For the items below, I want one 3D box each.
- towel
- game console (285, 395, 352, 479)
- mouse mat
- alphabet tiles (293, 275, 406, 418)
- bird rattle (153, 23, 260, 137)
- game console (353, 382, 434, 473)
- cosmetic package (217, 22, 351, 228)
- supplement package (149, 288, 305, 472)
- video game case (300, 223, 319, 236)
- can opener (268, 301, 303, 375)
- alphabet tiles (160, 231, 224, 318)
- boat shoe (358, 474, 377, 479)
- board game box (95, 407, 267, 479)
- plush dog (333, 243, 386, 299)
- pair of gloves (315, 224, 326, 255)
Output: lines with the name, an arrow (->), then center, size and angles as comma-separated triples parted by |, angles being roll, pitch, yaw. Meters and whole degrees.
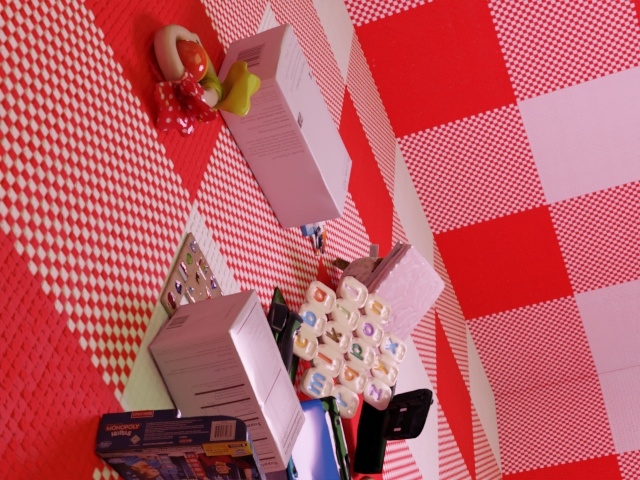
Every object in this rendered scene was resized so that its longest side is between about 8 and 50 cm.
towel -> 0.146, 0.179, 2.190 | 0.053, 0.332, 0.317 | 38, -4, 31
game console -> -0.033, 0.435, 1.634 | 0.173, 0.250, 0.293 | -5, 78, -32
mouse mat -> -0.074, 0.201, 1.893 | 0.190, 0.007, 0.153 | -77, 148, -57
alphabet tiles -> 0.057, 0.224, 1.965 | 0.278, 0.021, 0.284 | 35, 59, -22
bird rattle -> -0.238, -0.287, 1.665 | 0.207, 0.143, 0.253 | 63, 29, 2
game console -> 0.154, 0.399, 2.016 | 0.361, 0.043, 0.213 | 140, -37, -68
cosmetic package -> -0.073, -0.238, 2.016 | 0.217, 0.156, 0.385 | -80, 150, -45
supplement package -> -0.135, 0.221, 1.415 | 0.139, 0.133, 0.244 | -60, 134, -63
video game case -> -0.041, -0.094, 2.263 | 0.119, 0.015, 0.166 | -18, 93, -74
can opener -> -0.073, 0.207, 1.803 | 0.059, 0.073, 0.186 | 116, -17, -47
alphabet tiles -> -0.190, 0.133, 1.555 | 0.198, 0.009, 0.237 | -80, 151, -58
boat shoe -> 0.116, 0.576, 2.111 | 0.060, 0.064, 0.178 | 48, -7, 41
board game box -> -0.170, 0.296, 1.220 | 0.194, 0.194, 0.060 | 79, 9, -47
plush dog -> 0.110, 0.110, 2.289 | 0.210, 0.262, 0.225 | 42, 4, 6
pair of gloves -> 0.000, 0.000, 2.293 | 0.083, 0.010, 0.074 | -15, 107, -73
